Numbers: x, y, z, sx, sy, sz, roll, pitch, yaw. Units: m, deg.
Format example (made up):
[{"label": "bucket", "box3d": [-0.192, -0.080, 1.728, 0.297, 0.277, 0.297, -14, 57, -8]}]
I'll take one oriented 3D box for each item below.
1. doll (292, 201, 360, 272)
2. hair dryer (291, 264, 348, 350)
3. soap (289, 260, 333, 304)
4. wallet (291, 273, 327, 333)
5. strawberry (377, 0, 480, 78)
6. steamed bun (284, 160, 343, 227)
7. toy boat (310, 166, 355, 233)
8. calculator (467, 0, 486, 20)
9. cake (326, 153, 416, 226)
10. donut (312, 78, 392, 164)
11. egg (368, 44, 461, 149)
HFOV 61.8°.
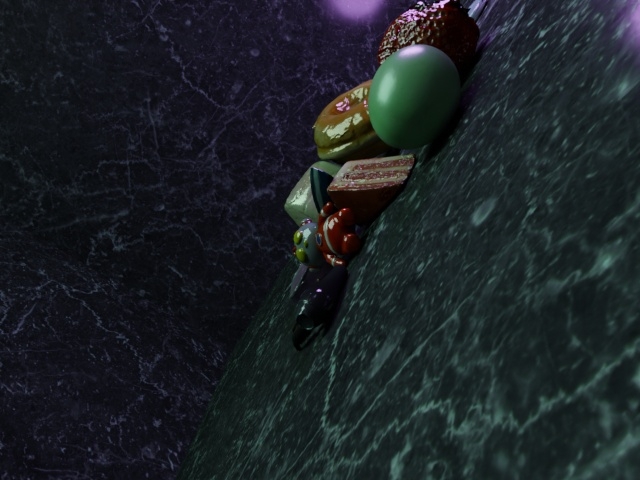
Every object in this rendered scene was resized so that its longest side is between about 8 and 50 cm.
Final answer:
[{"label": "doll", "box3d": [0.000, 0.000, 1.614, 0.336, 0.105, 0.200, -20, 80, 57]}, {"label": "hair dryer", "box3d": [-0.027, 0.199, 1.423, 0.235, 0.091, 0.272, -51, -7, -51]}, {"label": "soap", "box3d": [-0.030, 0.114, 1.857, 0.181, 0.081, 0.259, -59, 7, 8]}, {"label": "wallet", "box3d": [-0.020, 0.179, 1.502, 0.176, 0.026, 0.095, -66, -19, 14]}, {"label": "strawberry", "box3d": [0.303, -0.524, 1.517, 0.250, 0.238, 0.288, 6, 74, 62]}, {"label": "steamed bun", "box3d": [0.043, -0.144, 1.949, 0.272, 0.273, 0.290, -12, 49, 61]}, {"label": "toy boat", "box3d": [0.038, -0.111, 1.655, 0.096, 0.061, 0.299, -56, -40, -29]}, {"label": "calculator", "box3d": [0.518, -0.783, 1.992, 0.184, 0.042, 0.295, -62, 7, -29]}, {"label": "cake", "box3d": [0.140, -0.181, 1.524, 0.158, 0.159, 0.262, -59, 6, -32]}, {"label": "donut", "box3d": [0.160, -0.445, 1.994, 0.449, 0.198, 0.449, -27, 26, 15]}, {"label": "egg", "box3d": [0.229, -0.349, 1.315, 0.220, 0.220, 0.270, 136, 154, -70]}]
